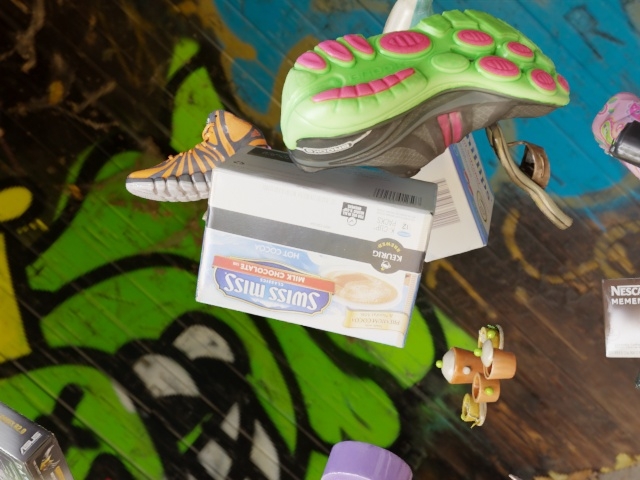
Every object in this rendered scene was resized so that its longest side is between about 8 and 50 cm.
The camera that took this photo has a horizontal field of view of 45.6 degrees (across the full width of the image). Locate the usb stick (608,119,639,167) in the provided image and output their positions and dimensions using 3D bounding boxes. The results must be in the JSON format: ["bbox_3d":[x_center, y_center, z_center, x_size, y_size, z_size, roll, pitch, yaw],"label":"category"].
[{"bbox_3d":[0.548,-0.092,1.070,0.077,0.278,0.045,-46,-26,-34],"label":"usb stick"}]

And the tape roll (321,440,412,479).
[{"bbox_3d":[0.101,0.524,1.674,0.189,0.189,0.080,-40,20,49],"label":"tape roll"}]

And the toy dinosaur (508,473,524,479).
[{"bbox_3d":[0.612,0.691,1.977,0.200,0.127,0.296,-52,22,12],"label":"toy dinosaur"}]

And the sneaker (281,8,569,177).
[{"bbox_3d":[0.154,-0.208,1.127,0.482,0.185,0.202,-11,-29,-23],"label":"sneaker"}]

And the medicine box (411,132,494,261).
[{"bbox_3d":[0.281,-0.141,1.742,0.149,0.263,0.289,-15,21,24],"label":"medicine box"}]

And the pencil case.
[{"bbox_3d":[0.605,-0.164,1.394,0.124,0.124,0.284,-45,30,19],"label":"pencil case"}]

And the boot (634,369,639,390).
[{"bbox_3d":[0.969,0.310,2.037,0.131,0.348,0.260,4,78,54],"label":"boot"}]

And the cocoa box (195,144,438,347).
[{"bbox_3d":[0.000,0.000,1.256,0.231,0.347,0.228,-60,-18,-71],"label":"cocoa box"}]

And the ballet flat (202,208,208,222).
[{"bbox_3d":[-0.159,-0.081,1.557,0.073,0.067,0.206,4,11,41],"label":"ballet flat"}]

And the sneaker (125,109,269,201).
[{"bbox_3d":[-0.272,-0.188,1.693,0.321,0.180,0.124,-5,-10,-6],"label":"sneaker"}]

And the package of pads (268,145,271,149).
[{"bbox_3d":[-0.178,-0.255,2.035,0.050,0.083,0.032,4,71,50],"label":"package of pads"}]

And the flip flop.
[{"bbox_3d":[0.402,-0.132,1.435,0.080,0.277,0.112,-39,20,17],"label":"flip flop"}]

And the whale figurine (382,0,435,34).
[{"bbox_3d":[0.198,-0.412,1.561,0.272,0.141,0.216,106,179,-46],"label":"whale figurine"}]

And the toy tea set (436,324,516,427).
[{"bbox_3d":[0.368,0.312,1.863,0.336,0.124,0.200,101,175,-53],"label":"toy tea set"}]

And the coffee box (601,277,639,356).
[{"bbox_3d":[0.624,0.132,1.320,0.246,0.141,0.098,-3,-6,24],"label":"coffee box"}]

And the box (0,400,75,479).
[{"bbox_3d":[-0.448,0.327,1.121,0.056,0.183,0.231,-47,-31,-38],"label":"box"}]
